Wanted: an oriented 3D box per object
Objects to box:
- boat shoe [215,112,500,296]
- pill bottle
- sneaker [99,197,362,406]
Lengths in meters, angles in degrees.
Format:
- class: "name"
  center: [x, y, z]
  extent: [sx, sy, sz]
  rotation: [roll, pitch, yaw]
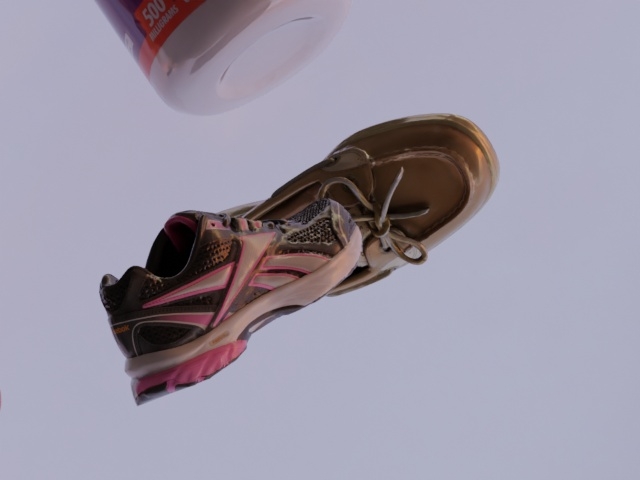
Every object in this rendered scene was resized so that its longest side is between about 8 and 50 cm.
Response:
- class: "boat shoe"
  center: [0.000, 0.000, 1.428]
  extent: [0.285, 0.104, 0.089]
  rotation: [-28, -167, 27]
- class: "pill bottle"
  center: [-0.126, -0.270, 1.576]
  extent: [0.181, 0.181, 0.323]
  rotation: [-34, -105, -5]
- class: "sneaker"
  center: [-0.047, 0.012, 1.050]
  extent: [0.072, 0.077, 0.178]
  rotation: [-19, -167, 41]
